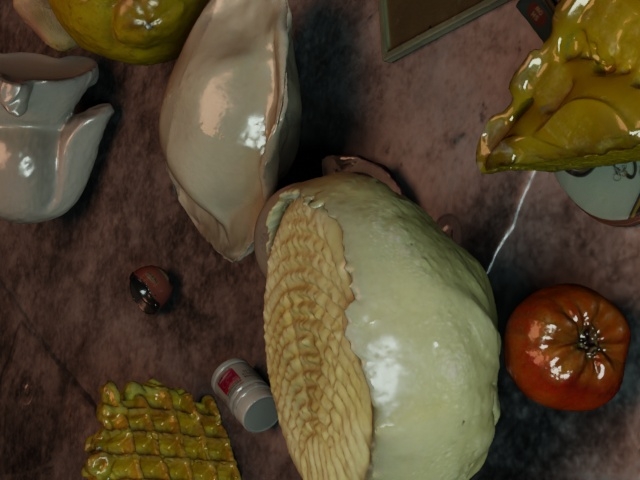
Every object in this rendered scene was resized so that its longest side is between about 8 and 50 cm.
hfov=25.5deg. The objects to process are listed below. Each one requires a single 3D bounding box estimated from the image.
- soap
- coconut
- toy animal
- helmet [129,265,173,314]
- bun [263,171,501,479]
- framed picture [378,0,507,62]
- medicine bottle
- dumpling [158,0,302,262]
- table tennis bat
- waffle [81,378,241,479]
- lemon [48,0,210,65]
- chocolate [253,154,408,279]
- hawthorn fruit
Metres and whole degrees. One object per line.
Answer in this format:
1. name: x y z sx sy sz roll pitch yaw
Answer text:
1. soap: 0.327 -0.091 1.221 0.339 0.169 0.304 52 123 40
2. coconut: -0.396 -0.384 2.202 0.171 0.171 0.183 -21 64 48
3. toy animal: -0.466 -0.152 2.203 0.206 0.271 0.265 -107 25 -66
4. helmet: -0.236 0.065 2.000 0.065 0.049 0.084 50 156 8
5. bun: 0.071 0.106 1.433 0.364 0.202 0.364 172 90 -72
6. framed picture: 0.150 -0.330 1.625 0.250 0.016 0.184 -24 64 46
7. medicine bottle: -0.094 0.195 1.785 0.091 0.058 0.058 42 115 47
8. dumpling: -0.095 -0.147 1.760 0.341 0.181 0.260 -54 38 11
9. table tennis bat: 0.279 -0.149 1.424 0.173 0.022 0.301 -49 50 32
10. waffle: -0.212 0.268 1.791 0.057 0.219 0.229 -49 49 31
11. lemon: -0.256 -0.387 1.952 0.316 0.285 0.285 -101 30 -74
12. chocolate: -0.001 -0.008 1.644 0.221 0.147 0.221 -21 63 50
13. hawthorn fruit: 0.226 0.106 1.352 0.140 0.125 0.125 -17 69 34
